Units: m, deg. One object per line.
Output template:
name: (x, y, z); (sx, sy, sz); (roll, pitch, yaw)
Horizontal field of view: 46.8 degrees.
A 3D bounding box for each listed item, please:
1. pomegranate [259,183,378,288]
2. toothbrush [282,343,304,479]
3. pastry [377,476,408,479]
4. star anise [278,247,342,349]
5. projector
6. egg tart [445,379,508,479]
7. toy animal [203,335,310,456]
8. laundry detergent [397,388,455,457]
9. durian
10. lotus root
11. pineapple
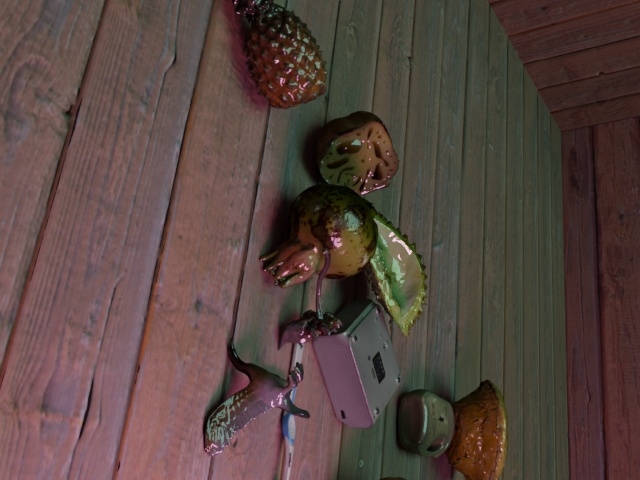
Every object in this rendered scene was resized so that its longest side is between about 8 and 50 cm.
pomegranate: (0.011, 0.002, 1.620); (0.276, 0.204, 0.221); (-56, 130, -47)
toothbrush: (-0.063, 0.386, 1.565); (0.040, 0.040, 0.385); (40, 50, -47)
pastry: (0.166, 0.723, 1.656); (0.410, 0.245, 0.409); (12, 76, -57)
star anise: (-0.026, 0.115, 1.563); (0.148, 0.218, 0.227); (-13, 102, -21)
projector: (0.098, 0.292, 1.782); (0.198, 0.108, 0.250); (-39, 115, -56)
egg tart: (0.451, 0.576, 2.188); (0.341, 0.132, 0.341); (-172, -90, -85)
toy animal: (-0.106, 0.273, 1.442); (0.272, 0.160, 0.197); (-20, 98, -65)
laundry detergent: (0.310, 0.519, 2.086); (0.253, 0.091, 0.181); (27, 61, -53)
durian: (0.133, 0.051, 1.859); (0.198, 0.163, 0.394); (-36, 102, -46)
lotus root: (0.072, -0.228, 1.837); (0.180, 0.199, 0.188); (-122, -170, -54)
pineapple: (-0.105, -0.465, 1.586); (0.175, 0.175, 0.361); (-44, 120, -53)
